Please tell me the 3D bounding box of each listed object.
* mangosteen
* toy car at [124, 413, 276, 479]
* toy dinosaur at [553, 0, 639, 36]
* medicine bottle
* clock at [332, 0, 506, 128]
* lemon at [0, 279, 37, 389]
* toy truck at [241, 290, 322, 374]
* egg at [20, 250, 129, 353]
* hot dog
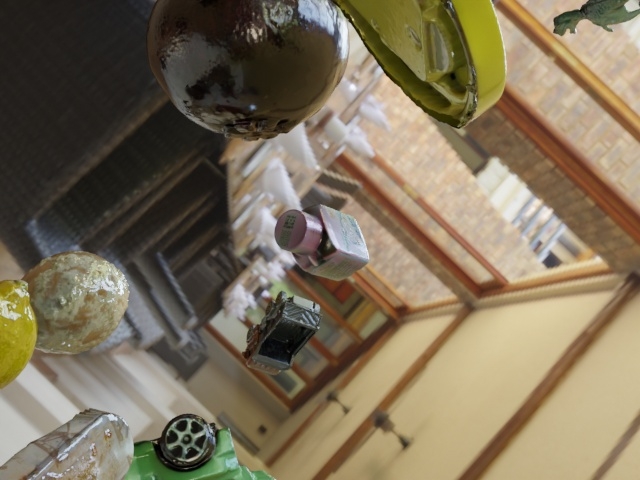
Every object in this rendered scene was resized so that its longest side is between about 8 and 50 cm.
[{"bbox_3d":[-0.105,-0.326,1.281,0.307,0.306,0.347,90,-1,-86],"label":"mangosteen"},{"bbox_3d":[-0.266,0.410,1.485,0.358,0.177,0.213,-15,163,-11],"label":"toy car"},{"bbox_3d":[0.564,-0.426,1.535,0.129,0.076,0.383,-7,179,-19],"label":"toy dinosaur"},{"bbox_3d":[0.000,0.000,1.653,0.094,0.119,0.188,-33,150,27],"label":"medicine bottle"},{"bbox_3d":[0.084,-0.245,0.818,0.071,0.294,0.277,-33,160,-6],"label":"clock"},{"bbox_3d":[-0.516,0.138,1.260,0.244,0.187,0.187,-34,-175,23],"label":"lemon"},{"bbox_3d":[-0.072,0.171,1.578,0.192,0.083,0.092,-51,-154,42],"label":"toy truck"},{"bbox_3d":[-0.494,0.122,1.683,0.245,0.203,0.203,-23,163,-45],"label":"egg"},{"bbox_3d":[-0.334,0.316,1.081,0.075,0.144,0.268,-9,-168,28],"label":"hot dog"}]
